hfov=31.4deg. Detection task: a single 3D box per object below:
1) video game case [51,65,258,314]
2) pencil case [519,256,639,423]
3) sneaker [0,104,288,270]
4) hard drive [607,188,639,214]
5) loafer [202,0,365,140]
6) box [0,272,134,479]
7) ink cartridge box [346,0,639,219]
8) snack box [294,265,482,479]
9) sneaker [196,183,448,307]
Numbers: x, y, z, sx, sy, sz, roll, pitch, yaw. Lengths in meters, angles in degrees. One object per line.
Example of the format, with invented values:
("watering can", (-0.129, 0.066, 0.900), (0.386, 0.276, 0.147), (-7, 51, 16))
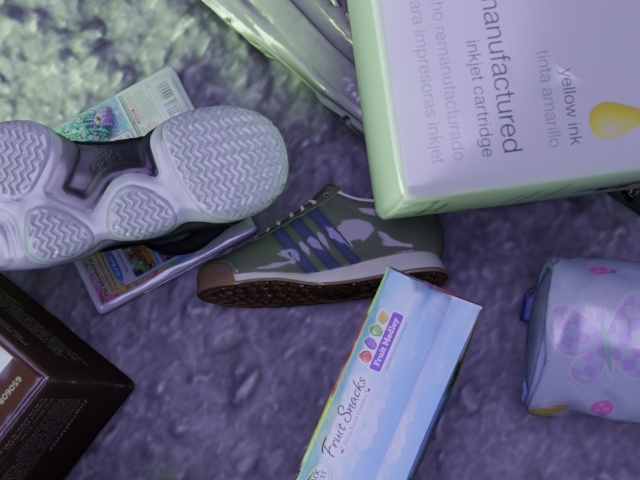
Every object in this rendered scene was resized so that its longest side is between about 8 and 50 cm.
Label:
("video game case", (-0.148, -0.042, 0.918), (0.143, 0.019, 0.157), (-28, 80, 2))
("pencil case", (0.277, 0.086, 0.798), (0.273, 0.113, 0.124), (7, 108, 8))
("sneaker", (-0.159, -0.027, 0.824), (0.269, 0.153, 0.101), (-8, 82, -7))
("hard drive", (0.330, -0.068, 0.847), (0.255, 0.054, 0.172), (31, 86, 10))
("loafer", (0.030, -0.152, 0.868), (0.319, 0.112, 0.111), (42, 96, 12))
("box", (-0.270, 0.115, 0.813), (0.168, 0.203, 0.167), (37, 87, 11))
("ink cartridge box", (0.213, -0.178, 0.734), (0.385, 0.160, 0.279), (-8, 87, -3))
("snack box", (0.044, 0.120, 0.773), (0.070, 0.207, 0.174), (23, 83, 10))
("sneaker", (0.000, 0.000, 0.877), (0.192, 0.064, 0.086), (-5, 68, 9))
